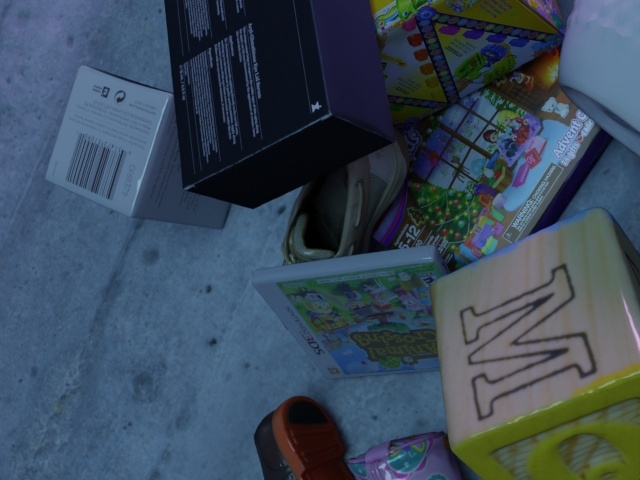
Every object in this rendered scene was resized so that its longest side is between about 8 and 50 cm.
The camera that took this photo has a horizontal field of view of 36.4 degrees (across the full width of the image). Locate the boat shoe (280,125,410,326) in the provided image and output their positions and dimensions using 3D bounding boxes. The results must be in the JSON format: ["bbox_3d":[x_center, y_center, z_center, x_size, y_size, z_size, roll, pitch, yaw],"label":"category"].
[{"bbox_3d":[0.000,0.000,1.084,0.109,0.098,0.302,44,132,23],"label":"boat shoe"}]

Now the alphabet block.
[{"bbox_3d":[0.235,0.123,0.907,0.193,0.192,0.197,-29,37,24],"label":"alphabet block"}]

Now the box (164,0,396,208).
[{"bbox_3d":[-0.047,-0.187,0.926,0.184,0.103,0.261,-24,65,37],"label":"box"}]

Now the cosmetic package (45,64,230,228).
[{"bbox_3d":[-0.207,-0.112,1.209,0.151,0.184,0.151,22,97,28],"label":"cosmetic package"}]

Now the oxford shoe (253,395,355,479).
[{"bbox_3d":[0.000,0.320,1.123,0.098,0.097,0.271,-40,62,40],"label":"oxford shoe"}]

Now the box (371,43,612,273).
[{"bbox_3d":[0.182,-0.092,1.070,0.201,0.057,0.293,37,103,27],"label":"box"}]

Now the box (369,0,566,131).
[{"bbox_3d":[0.067,-0.296,1.040,0.279,0.177,0.289,-26,64,32],"label":"box"}]

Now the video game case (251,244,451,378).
[{"bbox_3d":[0.060,0.085,1.056,0.213,0.193,0.023,-9,46,27],"label":"video game case"}]

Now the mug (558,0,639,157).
[{"bbox_3d":[0.404,-0.190,0.815,0.328,0.276,0.374,-52,54,10],"label":"mug"}]

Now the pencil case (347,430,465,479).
[{"bbox_3d":[0.121,0.349,1.027,0.124,0.124,0.284,-22,74,25],"label":"pencil case"}]
